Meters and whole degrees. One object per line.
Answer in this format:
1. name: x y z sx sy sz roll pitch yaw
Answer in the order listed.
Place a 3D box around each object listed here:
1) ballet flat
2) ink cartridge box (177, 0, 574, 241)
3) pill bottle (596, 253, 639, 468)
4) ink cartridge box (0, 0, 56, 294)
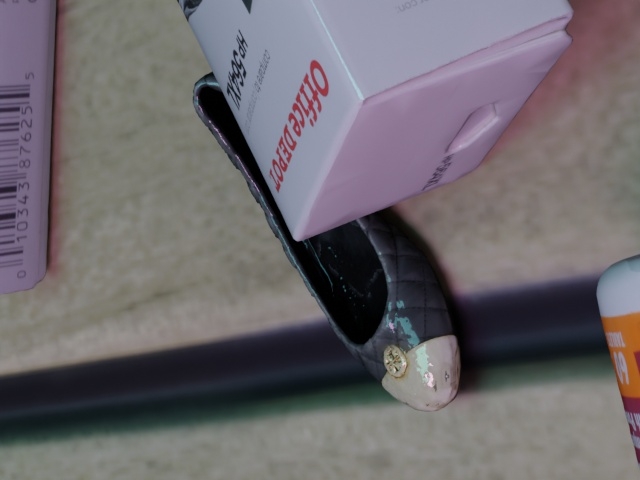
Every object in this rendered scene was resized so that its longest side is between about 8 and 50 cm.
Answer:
1. ballet flat: 0.000 0.000 0.683 0.057 0.049 0.173 -47 68 36
2. ink cartridge box: -0.007 -0.121 0.603 0.203 0.086 0.148 64 164 13
3. pill bottle: 0.170 0.101 0.511 0.121 0.121 0.221 -16 87 41
4. ink cartridge box: -0.259 -0.150 0.864 0.307 0.072 0.304 14 107 36
